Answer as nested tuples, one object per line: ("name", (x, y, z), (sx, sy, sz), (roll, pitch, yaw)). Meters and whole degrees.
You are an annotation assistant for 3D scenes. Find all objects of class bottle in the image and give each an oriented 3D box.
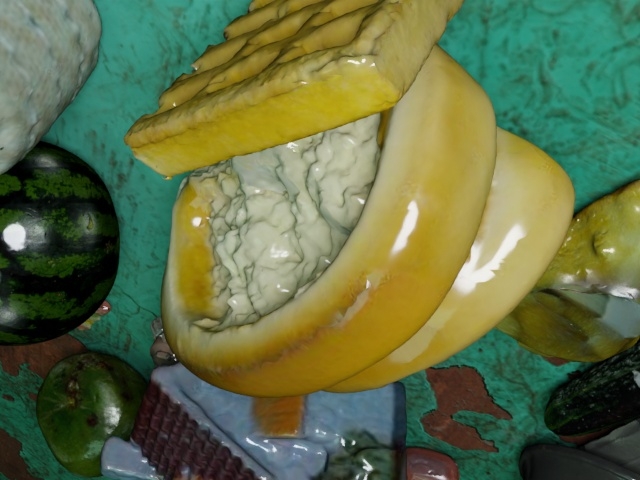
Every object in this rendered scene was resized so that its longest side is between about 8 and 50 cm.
("bottle", (-0.169, 0.121, 1.026), (0.099, 0.152, 0.099), (17, 137, 17))

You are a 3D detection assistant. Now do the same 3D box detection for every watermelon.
("watermelon", (-0.378, 0.003, 0.961), (0.269, 0.269, 0.269), (16, 137, 15))

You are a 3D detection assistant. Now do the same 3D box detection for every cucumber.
("cucumber", (0.328, 0.158, 0.841), (0.074, 0.074, 0.241), (33, 142, -4))

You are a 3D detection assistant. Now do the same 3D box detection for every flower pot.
("flower pot", (0.335, 0.391, 0.954), (0.269, 0.166, 0.269), (30, 157, 14))

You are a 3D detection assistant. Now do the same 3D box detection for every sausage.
("sausage", (0.153, 0.329, 1.119), (0.094, 0.059, 0.054), (11, 158, 17))

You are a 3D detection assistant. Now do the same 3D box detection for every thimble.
("thimble", (-0.382, -0.206, 0.788), (0.292, 0.195, 0.291), (18, 138, 17))

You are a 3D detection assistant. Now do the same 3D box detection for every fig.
("fig", (-0.346, 0.295, 1.329), (0.203, 0.203, 0.235), (1, 170, 30))

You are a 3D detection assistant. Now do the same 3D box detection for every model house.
("model house", (-0.106, 0.286, 0.992), (0.339, 0.297, 0.360), (17, 142, -9))

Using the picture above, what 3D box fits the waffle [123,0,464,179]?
("waffle", (-0.003, -0.150, 0.585), (0.221, 0.248, 0.055), (-9, 125, 38))

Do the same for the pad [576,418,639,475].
("pad", (0.428, 0.287, 0.898), (0.233, 0.022, 0.174), (34, 146, 4))

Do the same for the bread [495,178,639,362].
("bread", (0.262, 0.051, 0.760), (0.161, 0.088, 0.233), (45, 136, -13))

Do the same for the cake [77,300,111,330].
("cake", (-0.430, 0.057, 1.199), (0.225, 0.090, 0.109), (30, 141, -29))

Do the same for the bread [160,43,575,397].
("bread", (0.011, -0.016, 0.764), (0.245, 0.328, 0.424), (6, 156, -40))
